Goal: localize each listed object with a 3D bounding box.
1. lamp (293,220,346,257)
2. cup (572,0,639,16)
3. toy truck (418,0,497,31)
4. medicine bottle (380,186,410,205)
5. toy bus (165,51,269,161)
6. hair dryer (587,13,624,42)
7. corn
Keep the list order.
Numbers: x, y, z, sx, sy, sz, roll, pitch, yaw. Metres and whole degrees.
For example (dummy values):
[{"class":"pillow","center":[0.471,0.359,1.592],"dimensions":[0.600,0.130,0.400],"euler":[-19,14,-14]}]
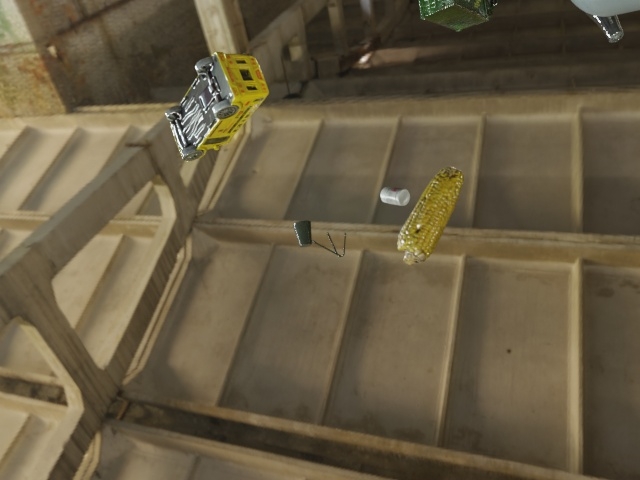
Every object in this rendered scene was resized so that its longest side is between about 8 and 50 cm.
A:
[{"class":"lamp","center":[-0.001,0.000,0.976],"dimensions":[0.041,0.054,0.121],"euler":[-20,163,34]},{"class":"cup","center":[0.545,-0.466,0.839],"dimensions":[0.312,0.206,0.205],"euler":[2,-145,46]},{"class":"toy truck","center":[0.308,-0.547,1.238],"dimensions":[0.088,0.121,0.259],"euler":[-9,-177,39]},{"class":"medicine bottle","center":[0.257,-0.153,1.912],"dimensions":[0.058,0.058,0.091],"euler":[-34,-152,-26]},{"class":"toy bus","center":[-0.273,-0.336,1.430],"dimensions":[0.152,0.144,0.330],"euler":[-16,170,-39]},{"class":"hair dryer","center":[0.750,-0.594,1.327],"dimensions":[0.219,0.075,0.196],"euler":[-22,-117,20]},{"class":"corn","center":[0.271,-0.060,1.370],"dimensions":[0.097,0.097,0.262],"euler":[26,-92,41]}]
